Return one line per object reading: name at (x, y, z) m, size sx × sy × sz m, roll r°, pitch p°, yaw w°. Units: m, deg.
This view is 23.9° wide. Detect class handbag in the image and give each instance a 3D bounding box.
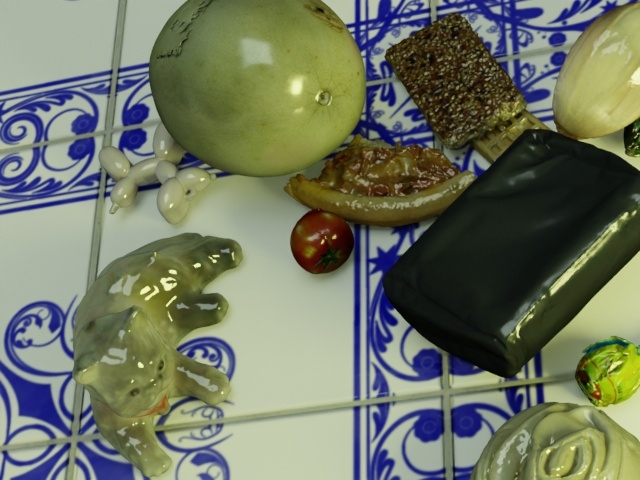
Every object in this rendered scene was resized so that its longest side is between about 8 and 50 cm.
handbag at (0.265, 0.033, 1.797) m, size 0.302 × 0.178 × 0.275 m, roll -44°, pitch 40°, yaw -12°

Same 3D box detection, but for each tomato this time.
tomato at (0.000, 0.000, 1.974) m, size 0.087 × 0.087 × 0.075 m, roll -32°, pitch 50°, yaw -2°

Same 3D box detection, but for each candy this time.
candy at (0.422, 0.122, 1.756) m, size 0.262 × 0.073 × 0.077 m, roll -18°, pitch 32°, yaw 1°

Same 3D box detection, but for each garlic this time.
garlic at (0.358, -0.207, 1.895) m, size 0.206 × 0.115 × 0.128 m, roll -51°, pitch 37°, yaw 16°

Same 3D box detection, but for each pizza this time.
pizza at (0.084, -0.079, 2.009) m, size 0.271 × 0.056 × 0.134 m, roll 10°, pitch 66°, yaw 25°

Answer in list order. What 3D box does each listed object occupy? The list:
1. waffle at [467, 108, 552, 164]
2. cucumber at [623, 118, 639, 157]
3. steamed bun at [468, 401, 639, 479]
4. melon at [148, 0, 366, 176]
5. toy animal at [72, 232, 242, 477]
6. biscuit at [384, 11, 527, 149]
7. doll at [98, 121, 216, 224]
waffle at (0.242, -0.146, 2.015) m, size 0.092 × 0.021 × 0.135 m, roll -38°, pitch 52°, yaw -8°
cucumber at (0.452, -0.216, 1.953) m, size 0.077 × 0.077 × 0.265 m, roll 8°, pitch 64°, yaw 25°
steamed bun at (0.264, 0.272, 1.662) m, size 0.211 × 0.144 × 0.218 m, roll -39°, pitch 53°, yaw -6°
melon at (-0.094, -0.222, 2.033) m, size 0.268 × 0.268 × 0.330 m, roll -49°, pitch 39°, yaw -13°
toy animal at (-0.222, 0.095, 1.944) m, size 0.308 × 0.188 × 0.266 m, roll -47°, pitch 46°, yaw -8°
biscuit at (0.181, -0.223, 2.068) m, size 0.131 × 0.025 × 0.231 m, roll -31°, pitch 46°, yaw 1°
doll at (-0.229, -0.090, 2.131) m, size 0.161 × 0.059 × 0.160 m, roll -22°, pitch 54°, yaw 6°
